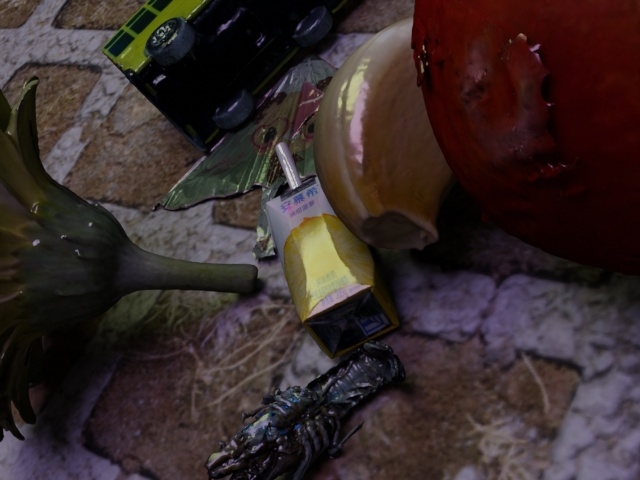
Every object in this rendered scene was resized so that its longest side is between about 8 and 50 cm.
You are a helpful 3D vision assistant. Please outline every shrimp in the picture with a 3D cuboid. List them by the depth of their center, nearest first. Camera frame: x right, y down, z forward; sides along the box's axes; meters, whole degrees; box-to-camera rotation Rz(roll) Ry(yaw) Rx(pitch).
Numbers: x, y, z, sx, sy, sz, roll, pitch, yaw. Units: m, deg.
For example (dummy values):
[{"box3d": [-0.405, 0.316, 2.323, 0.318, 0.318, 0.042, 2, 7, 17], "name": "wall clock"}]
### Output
[{"box3d": [-0.008, 0.144, 0.785, 0.174, 0.076, 0.082, -37, 84, -2], "name": "shrimp"}]

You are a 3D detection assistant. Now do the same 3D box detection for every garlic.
[{"box3d": [0.094, -0.099, 0.821, 0.245, 0.145, 0.164, -41, 64, -18], "name": "garlic"}]

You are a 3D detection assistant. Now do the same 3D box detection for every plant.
[{"box3d": [-0.241, 0.038, 0.887, 0.297, 0.306, 0.261, 27, 42, 17], "name": "plant"}]

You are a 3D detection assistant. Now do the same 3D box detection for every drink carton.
[{"box3d": [0.000, 0.000, 0.870, 0.084, 0.074, 0.200, -28, 44, 10], "name": "drink carton"}]

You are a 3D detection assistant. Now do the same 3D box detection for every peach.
[{"box3d": [0.218, -0.162, 0.656, 0.370, 0.370, 0.370, -19, 48, 22], "name": "peach"}]

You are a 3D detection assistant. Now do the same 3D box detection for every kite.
[{"box3d": [-0.032, -0.093, 1.012, 0.322, 0.013, 0.268, -9, 52, 30], "name": "kite"}]

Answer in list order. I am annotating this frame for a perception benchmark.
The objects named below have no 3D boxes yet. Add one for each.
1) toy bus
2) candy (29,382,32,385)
[{"box3d": [-0.093, -0.241, 1.086, 0.262, 0.128, 0.150, -46, 37, -3], "name": "toy bus"}, {"box3d": [-0.373, 0.175, 1.018, 0.201, 0.060, 0.060, -22, 46, 7], "name": "candy"}]
